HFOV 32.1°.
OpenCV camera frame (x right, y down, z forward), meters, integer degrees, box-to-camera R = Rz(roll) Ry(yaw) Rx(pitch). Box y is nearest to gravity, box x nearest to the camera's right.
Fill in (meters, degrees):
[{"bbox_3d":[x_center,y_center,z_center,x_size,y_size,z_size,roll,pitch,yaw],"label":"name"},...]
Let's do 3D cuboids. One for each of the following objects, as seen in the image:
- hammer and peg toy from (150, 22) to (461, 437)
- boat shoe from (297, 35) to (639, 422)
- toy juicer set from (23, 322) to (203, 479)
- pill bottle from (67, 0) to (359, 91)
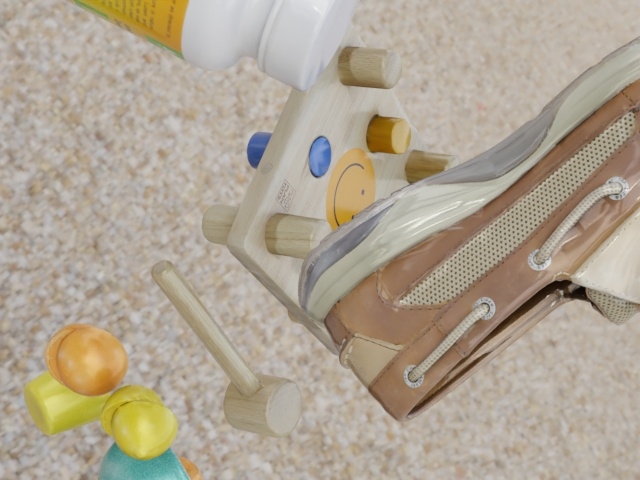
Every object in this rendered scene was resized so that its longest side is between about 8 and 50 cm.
[{"bbox_3d":[0.000,0.000,1.058,0.266,0.127,0.361,50,56,-51],"label":"hammer and peg toy"},{"bbox_3d":[0.146,-0.012,0.590,0.116,0.324,0.123,62,15,19],"label":"boat shoe"},{"bbox_3d":[-0.131,0.204,0.937,0.089,0.209,0.329,-24,70,-32],"label":"toy juicer set"},{"bbox_3d":[-0.098,-0.203,0.782,0.245,0.136,0.136,28,33,6],"label":"pill bottle"}]
